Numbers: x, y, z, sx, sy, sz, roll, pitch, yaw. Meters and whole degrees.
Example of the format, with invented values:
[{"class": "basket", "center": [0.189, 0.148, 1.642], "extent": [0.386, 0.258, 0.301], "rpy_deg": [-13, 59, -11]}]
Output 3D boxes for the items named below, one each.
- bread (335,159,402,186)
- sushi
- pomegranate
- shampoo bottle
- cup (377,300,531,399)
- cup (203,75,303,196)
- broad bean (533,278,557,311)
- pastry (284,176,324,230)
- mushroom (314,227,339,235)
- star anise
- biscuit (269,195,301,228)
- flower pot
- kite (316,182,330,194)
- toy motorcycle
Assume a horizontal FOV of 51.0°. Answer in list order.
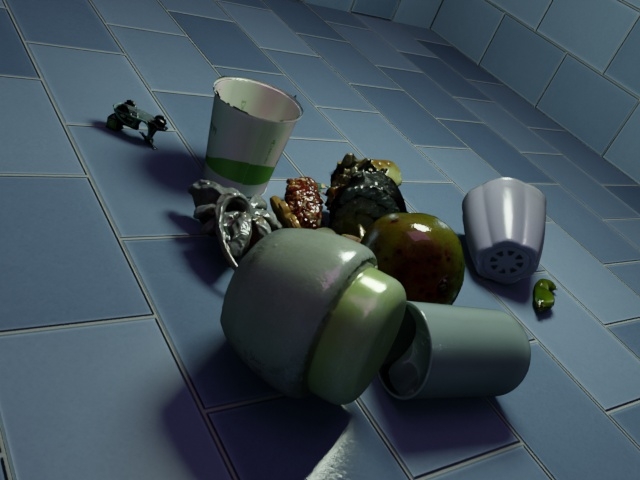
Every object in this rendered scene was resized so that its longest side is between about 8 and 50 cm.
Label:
[{"class": "bread", "center": [0.159, -0.221, 2.186], "extent": [0.231, 0.088, 0.128], "rpy_deg": [1, 30, -25]}, {"class": "sushi", "center": [0.115, -0.109, 1.850], "extent": [0.225, 0.238, 0.219], "rpy_deg": [30, 21, -26]}, {"class": "pomegranate", "center": [0.199, 0.070, 1.635], "extent": [0.290, 0.291, 0.323], "rpy_deg": [11, -1, -20]}, {"class": "shampoo bottle", "center": [-0.017, 0.138, 1.299], "extent": [0.317, 0.323, 0.322], "rpy_deg": [29, 31, 19]}, {"class": "cup", "center": [0.296, 0.245, 1.469], "extent": [0.312, 0.205, 0.205], "rpy_deg": [8, 35, -29]}, {"class": "cup", "center": [-0.204, -0.279, 1.843], "extent": [0.253, 0.274, 0.253], "rpy_deg": [16, 31, -10]}, {"class": "broad bean", "center": [0.659, 0.163, 1.978], "extent": [0.070, 0.048, 0.213], "rpy_deg": [32, 29, 14]}, {"class": "pastry", "center": [-0.043, -0.096, 1.851], "extent": [0.115, 0.097, 0.208], "rpy_deg": [5, 36, -11]}, {"class": "mushroom", "center": [0.000, 0.000, 1.688], "extent": [0.084, 0.071, 0.209], "rpy_deg": [19, 3, 8]}, {"class": "star anise", "center": [-0.179, -0.035, 1.626], "extent": [0.359, 0.139, 0.316], "rpy_deg": [39, 33, 6]}, {"class": "biscuit", "center": [-0.090, -0.053, 1.730], "extent": [0.027, 0.133, 0.184], "rpy_deg": [-28, 52, -11]}, {"class": "flower pot", "center": [0.553, -0.018, 1.997], "extent": [0.265, 0.265, 0.243], "rpy_deg": [20, 41, -7]}, {"class": "kite", "center": [-0.019, -0.162, 2.045], "extent": [0.090, 0.004, 0.122], "rpy_deg": [35, 33, 16]}, {"class": "toy motorcycle", "center": [-0.510, -0.329, 1.878], "extent": [0.173, 0.100, 0.058], "rpy_deg": [22, 32, 2]}]
